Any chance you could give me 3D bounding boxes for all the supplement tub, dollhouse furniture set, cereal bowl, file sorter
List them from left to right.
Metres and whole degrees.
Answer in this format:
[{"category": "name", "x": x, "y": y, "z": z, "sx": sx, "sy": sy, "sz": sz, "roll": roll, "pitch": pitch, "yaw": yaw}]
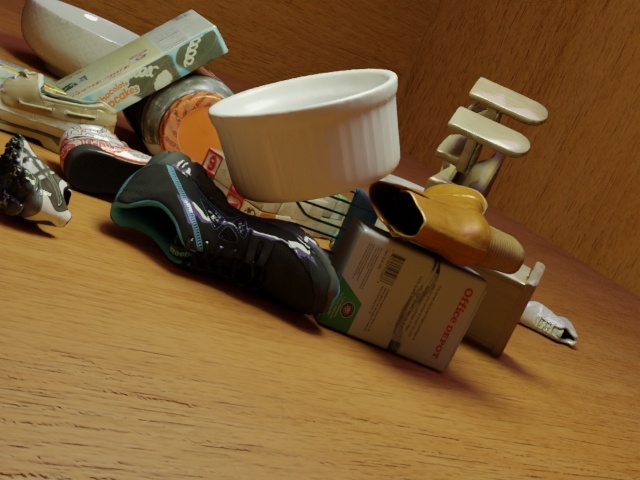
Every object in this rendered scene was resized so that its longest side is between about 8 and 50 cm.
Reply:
[{"category": "cereal bowl", "x": -0.527, "y": -0.427, "z": 2.464, "sx": 0.338, "sy": 0.141, "sz": 0.339, "roll": 25, "pitch": 11, "yaw": -5}, {"category": "supplement tub", "x": -0.265, "y": -0.244, "z": 2.086, "sx": 0.193, "sy": 0.194, "sz": 0.316, "roll": 20, "pitch": 13, "yaw": -27}, {"category": "file sorter", "x": 0.000, "y": 0.000, "z": 1.639, "sx": 0.104, "sy": 0.170, "sz": 0.118, "roll": 19, "pitch": 13, "yaw": -16}, {"category": "dollhouse furniture set", "x": 0.289, "y": -0.020, "z": 1.943, "sx": 0.256, "sy": 0.362, "sz": 0.394, "roll": 27, "pitch": 39, "yaw": 10}]

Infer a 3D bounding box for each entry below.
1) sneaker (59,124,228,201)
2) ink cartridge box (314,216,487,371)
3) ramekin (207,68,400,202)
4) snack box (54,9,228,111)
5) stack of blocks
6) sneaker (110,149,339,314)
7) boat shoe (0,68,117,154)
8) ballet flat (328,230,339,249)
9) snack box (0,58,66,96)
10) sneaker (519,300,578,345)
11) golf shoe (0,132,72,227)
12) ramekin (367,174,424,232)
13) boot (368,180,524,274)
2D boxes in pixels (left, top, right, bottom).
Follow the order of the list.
[{"category": "sneaker", "x": -0.279, "y": -0.106, "z": 1.696, "sx": 0.270, "sy": 0.090, "sz": 0.145, "roll": 17, "pitch": 17, "yaw": -28}, {"category": "ink cartridge box", "x": 0.113, "y": 0.079, "z": 1.572, "sx": 0.208, "sy": 0.153, "sz": 0.087, "roll": 24, "pitch": 10, "yaw": -15}, {"category": "ramekin", "x": -0.015, "y": -0.152, "z": 1.573, "sx": 0.277, "sy": 0.135, "sz": 0.277, "roll": -10, "pitch": 16, "yaw": 3}, {"category": "snack box", "x": -0.342, "y": -0.313, "z": 1.996, "sx": 0.060, "sy": 0.321, "sz": 0.187, "roll": 64, "pitch": -8, "yaw": -28}, {"category": "stack of blocks", "x": -0.073, "y": -0.073, "z": 2.003, "sx": 0.171, "sy": 0.087, "sz": 0.297, "roll": 34, "pitch": 14, "yaw": 33}, {"category": "sneaker", "x": -0.135, "y": 0.014, "z": 1.497, "sx": 0.340, "sy": 0.125, "sz": 0.139, "roll": 31, "pitch": 40, "yaw": 11}, {"category": "boat shoe", "x": -0.479, "y": -0.226, "z": 1.758, "sx": 0.302, "sy": 0.103, "sz": 0.113, "roll": 22, "pitch": 12, "yaw": -20}, {"category": "ballet flat", "x": 0.059, "y": 0.005, "z": 2.047, "sx": 0.067, "sy": 0.073, "sz": 0.206, "roll": 54, "pitch": 16, "yaw": 0}, {"category": "snack box", "x": -0.560, "y": -0.277, "z": 1.879, "sx": 0.207, "sy": 0.070, "sz": 0.174, "roll": 22, "pitch": 6, "yaw": -25}, {"category": "sneaker", "x": 0.460, "y": 0.167, "z": 2.187, "sx": 0.152, "sy": 0.054, "sz": 0.061, "roll": 22, "pitch": 15, "yaw": -20}, {"category": "golf shoe", "x": -0.373, "y": -0.069, "z": 1.401, "sx": 0.094, "sy": 0.077, "sz": 0.198, "roll": 32, "pitch": 14, "yaw": -32}, {"category": "ramekin", "x": 0.212, "y": -0.038, "z": 2.374, "sx": 0.272, "sy": 0.127, "sz": 0.273, "roll": 25, "pitch": 12, "yaw": -6}, {"category": "boot", "x": 0.154, "y": -0.048, "z": 1.601, "sx": 0.211, "sy": 0.104, "sz": 0.295, "roll": 22, "pitch": 11, "yaw": -29}]
